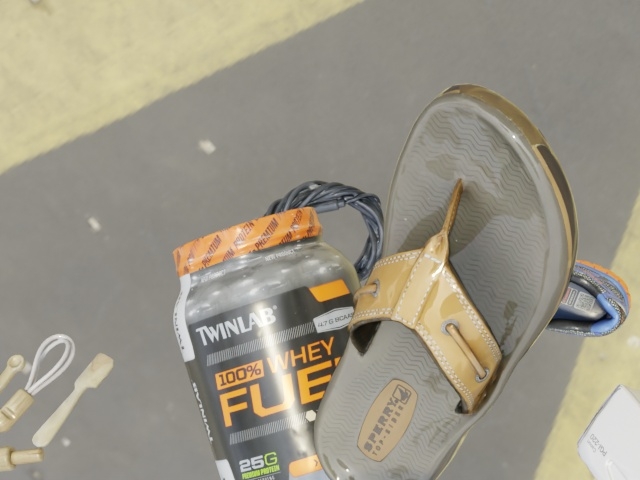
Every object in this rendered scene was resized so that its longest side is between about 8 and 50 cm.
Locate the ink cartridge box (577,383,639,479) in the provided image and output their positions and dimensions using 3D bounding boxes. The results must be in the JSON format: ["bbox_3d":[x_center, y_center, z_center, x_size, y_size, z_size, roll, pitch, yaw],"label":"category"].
[{"bbox_3d":[0.390,0.246,1.364,0.218,0.158,0.092,19,111,-28],"label":"ink cartridge box"}]

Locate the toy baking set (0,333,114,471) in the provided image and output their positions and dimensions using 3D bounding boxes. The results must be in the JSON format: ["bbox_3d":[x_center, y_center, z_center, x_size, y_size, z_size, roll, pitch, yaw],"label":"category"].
[{"bbox_3d":[-0.391,0.203,1.686,0.256,0.197,0.030,-5,142,16],"label":"toy baking set"}]

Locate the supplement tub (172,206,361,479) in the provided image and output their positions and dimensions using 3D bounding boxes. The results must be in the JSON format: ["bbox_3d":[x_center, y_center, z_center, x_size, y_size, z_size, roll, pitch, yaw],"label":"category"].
[{"bbox_3d":[-0.018,0.083,0.811,0.117,0.117,0.190,-21,86,42],"label":"supplement tub"}]

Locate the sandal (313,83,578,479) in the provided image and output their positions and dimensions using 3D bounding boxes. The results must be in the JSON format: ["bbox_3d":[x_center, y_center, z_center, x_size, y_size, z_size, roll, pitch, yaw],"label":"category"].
[{"bbox_3d":[0.040,0.038,0.580,0.090,0.060,0.219,36,125,17],"label":"sandal"}]

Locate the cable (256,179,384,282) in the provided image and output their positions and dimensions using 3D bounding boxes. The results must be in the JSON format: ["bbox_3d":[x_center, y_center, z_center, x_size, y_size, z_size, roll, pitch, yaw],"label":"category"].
[{"bbox_3d":[0.000,0.000,1.694,0.150,0.184,0.047,48,168,1],"label":"cable"}]

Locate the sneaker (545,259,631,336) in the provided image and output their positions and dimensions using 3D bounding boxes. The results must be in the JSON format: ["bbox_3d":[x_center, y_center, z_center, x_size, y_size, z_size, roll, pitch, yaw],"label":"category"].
[{"bbox_3d":[0.186,0.038,1.260,0.221,0.087,0.083,11,99,3],"label":"sneaker"}]
